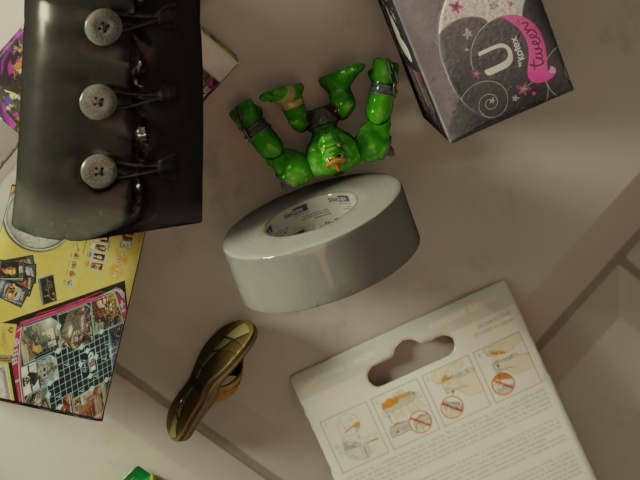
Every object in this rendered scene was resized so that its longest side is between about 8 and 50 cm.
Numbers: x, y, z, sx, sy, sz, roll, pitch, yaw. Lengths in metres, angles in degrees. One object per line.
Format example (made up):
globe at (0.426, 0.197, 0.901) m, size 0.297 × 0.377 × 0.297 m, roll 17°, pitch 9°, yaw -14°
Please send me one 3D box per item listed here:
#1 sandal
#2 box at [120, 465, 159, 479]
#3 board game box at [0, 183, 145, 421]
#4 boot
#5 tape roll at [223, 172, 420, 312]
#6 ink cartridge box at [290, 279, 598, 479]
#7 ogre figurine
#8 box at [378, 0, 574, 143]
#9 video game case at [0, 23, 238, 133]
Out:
sandal at (-0.127, 0.173, 1.839) m, size 0.049 × 0.072 × 0.180 m, roll 24°, pitch 104°, yaw -31°
box at (-0.205, 0.376, 1.903) m, size 0.105 × 0.043 × 0.179 m, roll -43°, pitch 107°, yaw 5°
board game box at (-0.303, 0.073, 1.726) m, size 0.165 × 0.042 × 0.243 m, roll 14°, pitch 78°, yaw -7°
boot at (-0.303, -0.216, 1.589) m, size 0.367 × 0.146 × 0.445 m, roll 1°, pitch 119°, yaw -7°
tape roll at (0.000, 0.000, 1.720) m, size 0.219 × 0.219 × 0.072 m, roll -21°, pitch 108°, yaw -2°
ink cartridge box at (0.174, 0.282, 1.930) m, size 0.308 × 0.091 × 0.385 m, roll -25°, pitch 93°, yaw 0°
ogre figurine at (0.007, -0.133, 1.749) m, size 0.197 × 0.097 × 0.118 m, roll -19°, pitch 92°, yaw -18°
box at (0.162, -0.261, 1.702) m, size 0.163 × 0.142 × 0.247 m, roll -24°, pitch 110°, yaw -1°
video game case at (-0.246, -0.190, 1.713) m, size 0.210 × 0.042 × 0.232 m, roll 41°, pitch 98°, yaw -19°
